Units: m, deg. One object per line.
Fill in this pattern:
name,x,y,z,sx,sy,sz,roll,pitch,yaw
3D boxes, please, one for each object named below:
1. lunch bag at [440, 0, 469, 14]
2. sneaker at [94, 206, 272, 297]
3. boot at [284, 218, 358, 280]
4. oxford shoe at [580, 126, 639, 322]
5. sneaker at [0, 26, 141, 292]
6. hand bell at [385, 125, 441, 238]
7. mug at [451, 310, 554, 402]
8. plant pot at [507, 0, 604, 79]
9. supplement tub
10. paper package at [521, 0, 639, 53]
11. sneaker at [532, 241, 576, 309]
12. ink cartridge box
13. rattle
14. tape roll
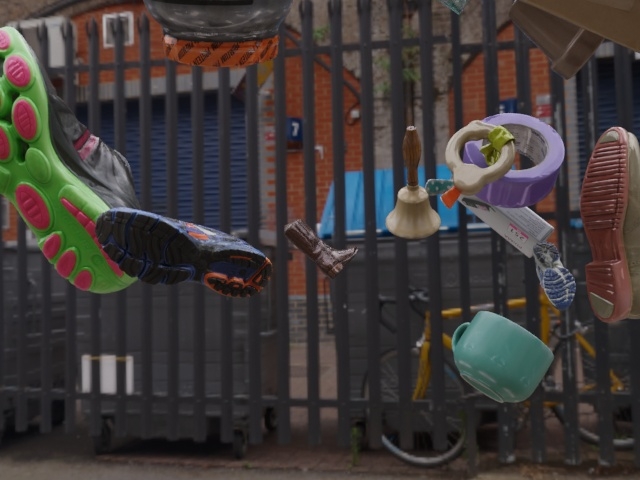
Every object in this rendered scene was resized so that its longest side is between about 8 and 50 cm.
lunch bag,0.304,-0.740,1.602,0.262,0.223,0.160,48,20,26
sneaker,-0.172,0.013,0.799,0.221,0.083,0.087,22,10,-28
boot,0.000,0.000,1.019,0.037,0.114,0.106,-50,-4,31
oxford shoe,0.635,-0.034,1.315,0.147,0.396,0.140,-2,6,-8
sneaker,-0.454,-0.131,1.110,0.185,0.482,0.202,-26,5,10
hand bell,0.201,-0.137,1.391,0.126,0.241,0.126,-4,36,3
mug,0.266,0.184,0.972,0.130,0.097,0.157,35,-12,6
plant pot,0.609,-0.577,1.613,0.229,0.263,0.263,33,1,5
supplement tub,-0.128,-0.386,0.779,0.194,0.315,0.193,2,29,-1
paper package,0.470,-0.392,0.943,0.325,0.168,0.309,28,32,9
sneaker,0.406,0.068,1.111,0.052,0.135,0.058,-10,-40,10
ink cartridge box,0.446,-0.062,1.642,0.275,0.060,0.239,42,-10,17
rattle,0.278,-0.115,1.198,0.130,0.199,0.142,28,-15,8
tape roll,0.381,-0.161,1.279,0.189,0.188,0.080,-2,-36,3
